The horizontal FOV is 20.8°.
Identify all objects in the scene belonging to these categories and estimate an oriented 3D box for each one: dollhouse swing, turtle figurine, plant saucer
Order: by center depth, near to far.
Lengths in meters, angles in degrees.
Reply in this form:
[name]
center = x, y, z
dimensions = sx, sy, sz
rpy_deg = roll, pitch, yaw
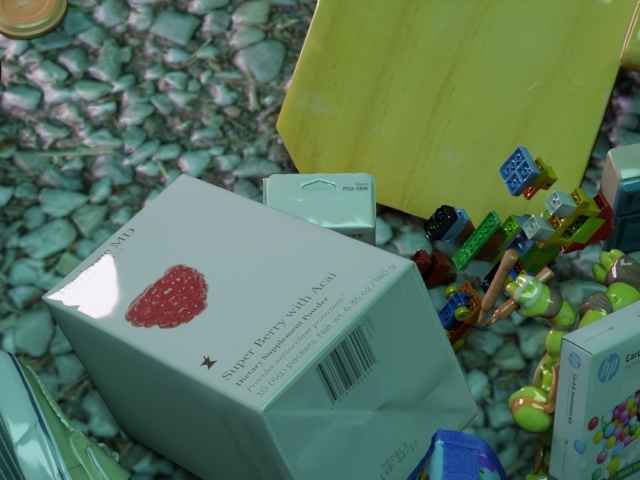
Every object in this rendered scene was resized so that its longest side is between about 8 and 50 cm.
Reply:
[turtle figurine]
center = 0.212, 0.095, 1.456
dimensions = 0.087, 0.269, 0.217
rpy_deg = 9, 32, 31
[dollhouse swing]
center = 0.163, -0.197, 1.725
dimensions = 0.347, 0.304, 0.315
rpy_deg = 19, 19, 13
[plant saucer]
center = -0.302, -0.243, 1.791
dimensions = 0.084, 0.013, 0.083
rpy_deg = 0, 58, 1

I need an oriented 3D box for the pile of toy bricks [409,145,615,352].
[pile of toy bricks]
center = 0.175, 0.008, 1.556
dimensions = 0.105, 0.212, 0.118
rpy_deg = 11, 42, -37

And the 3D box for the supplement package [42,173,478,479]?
[supplement package]
center = -0.053, 0.092, 1.420
dimensions = 0.177, 0.175, 0.293
rpy_deg = -44, 40, -23

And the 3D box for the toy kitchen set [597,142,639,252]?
[toy kitchen set]
center = 0.373, -0.004, 1.563
dimensions = 0.207, 0.122, 0.166
rpy_deg = -12, 59, -6

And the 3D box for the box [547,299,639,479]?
[box]
center = 0.248, 0.141, 1.419
dimensions = 0.145, 0.186, 0.038
rpy_deg = -20, 34, -36

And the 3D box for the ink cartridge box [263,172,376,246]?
[ink cartridge box]
center = 0.000, 0.000, 1.562
dimensions = 0.099, 0.135, 0.056
rpy_deg = -1, 59, 1

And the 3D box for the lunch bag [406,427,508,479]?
[lunch bag]
center = 0.106, 0.291, 1.288
dimensions = 0.138, 0.293, 0.221
rpy_deg = 3, 58, 3

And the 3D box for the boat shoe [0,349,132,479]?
[boat shoe]
center = -0.203, 0.219, 1.466
dimensions = 0.094, 0.109, 0.302
rpy_deg = -19, 68, -28
